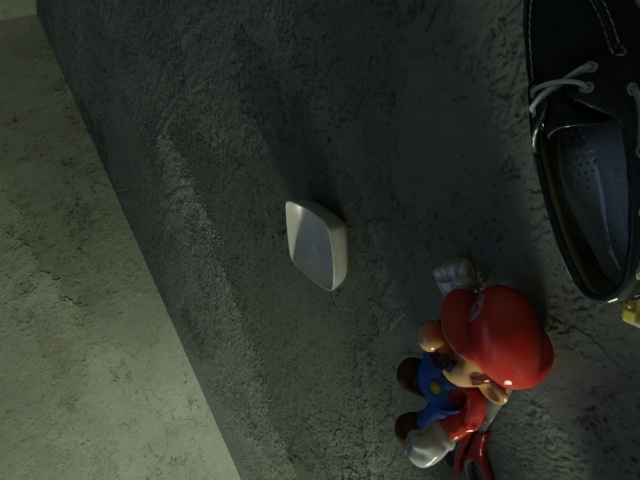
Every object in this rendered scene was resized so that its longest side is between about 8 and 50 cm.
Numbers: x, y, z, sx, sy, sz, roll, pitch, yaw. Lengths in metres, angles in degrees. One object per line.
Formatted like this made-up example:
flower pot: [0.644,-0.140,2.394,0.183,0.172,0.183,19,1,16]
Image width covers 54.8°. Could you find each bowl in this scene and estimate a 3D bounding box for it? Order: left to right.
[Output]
bowl: [0.000,0.000,1.059,0.142,0.053,0.142,35,138,48]

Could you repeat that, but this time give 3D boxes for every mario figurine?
mario figurine: [0.149,0.151,0.780,0.198,0.170,0.320,57,152,24]

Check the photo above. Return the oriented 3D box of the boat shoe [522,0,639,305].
boat shoe: [0.228,-0.097,0.516,0.114,0.091,0.302,-25,81,58]

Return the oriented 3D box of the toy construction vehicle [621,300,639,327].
toy construction vehicle: [0.307,0.051,0.565,0.086,0.035,0.098,34,138,47]

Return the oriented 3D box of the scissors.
scissors: [0.220,0.256,0.882,0.109,0.021,0.297,42,144,43]
